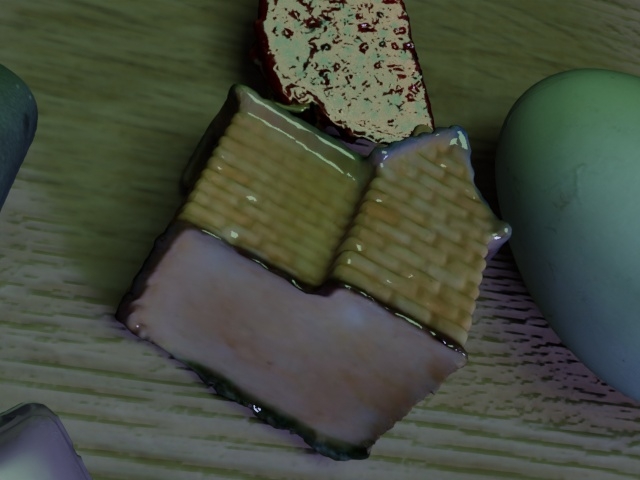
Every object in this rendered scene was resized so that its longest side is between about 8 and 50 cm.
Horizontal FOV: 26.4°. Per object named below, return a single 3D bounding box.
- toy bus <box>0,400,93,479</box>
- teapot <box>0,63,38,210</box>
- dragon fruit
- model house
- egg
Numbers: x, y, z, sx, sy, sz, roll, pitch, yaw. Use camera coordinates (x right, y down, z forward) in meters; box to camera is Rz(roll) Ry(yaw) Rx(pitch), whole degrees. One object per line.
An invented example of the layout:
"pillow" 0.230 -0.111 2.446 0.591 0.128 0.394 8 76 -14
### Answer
"toy bus" -0.156 0.196 0.674 0.142 0.142 0.203 -29 90 -31
"teapot" -0.311 0.001 0.612 0.285 0.223 0.305 26 61 -11
"dragon fruit" 0.002 -0.126 0.894 0.106 0.083 0.162 -15 92 -18
"model house" 0.000 0.000 0.817 0.182 0.166 0.172 28 53 -8
"egg" 0.224 0.000 0.911 0.264 0.183 0.183 49 59 -1
